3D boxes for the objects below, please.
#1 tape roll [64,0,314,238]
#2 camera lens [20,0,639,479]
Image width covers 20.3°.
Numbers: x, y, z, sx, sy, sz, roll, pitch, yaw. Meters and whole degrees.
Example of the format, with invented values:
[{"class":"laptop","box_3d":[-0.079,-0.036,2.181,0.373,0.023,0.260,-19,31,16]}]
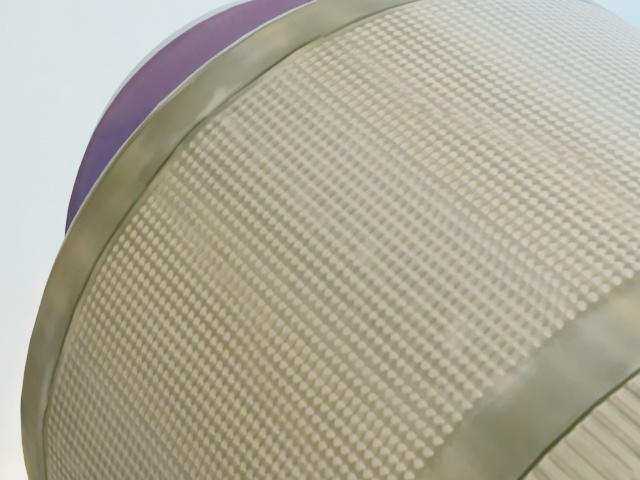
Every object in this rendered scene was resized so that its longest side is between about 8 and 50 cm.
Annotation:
[{"class":"tape roll","box_3d":[0.000,0.000,0.672,0.080,0.189,0.189,-124,-136,-79]},{"class":"camera lens","box_3d":[0.069,0.073,0.433,0.274,0.219,0.219,42,-56,47]}]
